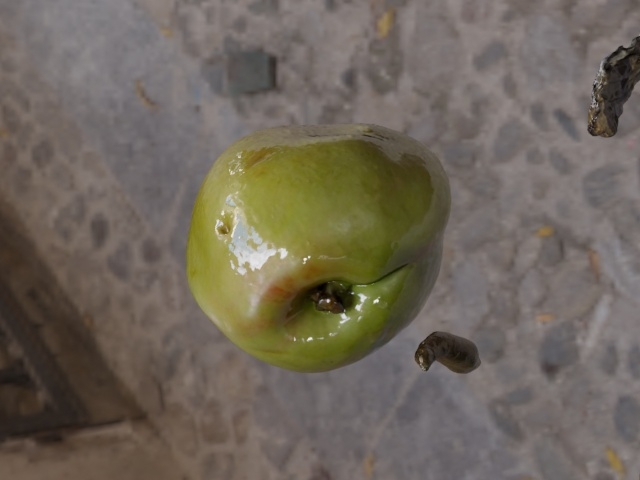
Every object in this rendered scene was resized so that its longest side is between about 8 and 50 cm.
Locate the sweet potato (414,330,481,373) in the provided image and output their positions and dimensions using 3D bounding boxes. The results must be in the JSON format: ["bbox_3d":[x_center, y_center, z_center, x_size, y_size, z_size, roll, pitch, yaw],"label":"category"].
[{"bbox_3d":[0.130,0.113,1.477,0.038,0.153,0.041,-44,67,18],"label":"sweet potato"}]

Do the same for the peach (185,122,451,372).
[{"bbox_3d":[-0.004,0.003,1.700,0.315,0.314,0.282,-132,34,-63],"label":"peach"}]

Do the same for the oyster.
[{"bbox_3d":[0.155,-0.082,0.739,0.019,0.083,0.054,30,150,18],"label":"oyster"}]
